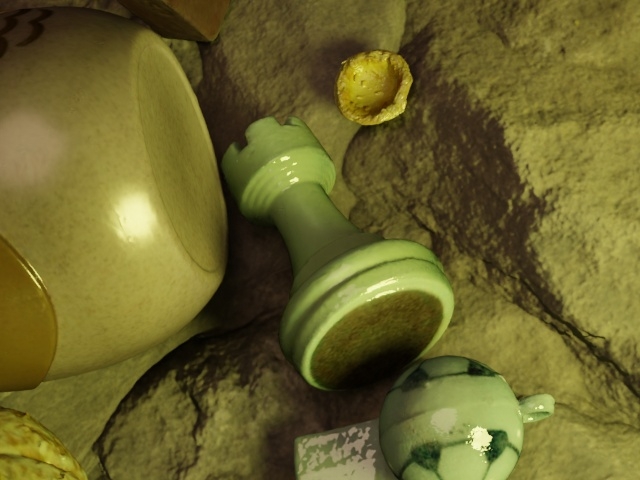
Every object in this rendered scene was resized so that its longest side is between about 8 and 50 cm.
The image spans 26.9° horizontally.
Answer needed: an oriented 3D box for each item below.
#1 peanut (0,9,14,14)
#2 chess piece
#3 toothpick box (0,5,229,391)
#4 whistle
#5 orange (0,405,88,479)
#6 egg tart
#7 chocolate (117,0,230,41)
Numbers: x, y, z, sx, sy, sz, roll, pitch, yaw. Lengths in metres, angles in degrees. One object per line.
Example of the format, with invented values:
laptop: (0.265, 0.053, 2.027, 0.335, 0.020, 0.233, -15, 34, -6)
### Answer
peanut: (-0.337, -0.227, 1.690, 0.253, 0.122, 0.137, 8, 62, 22)
chess piece: (0.000, 0.000, 1.483, 0.194, 0.194, 0.299, -32, 55, 1)
toothpick box: (-0.342, -0.032, 1.458, 0.425, 0.409, 0.409, -13, 66, 10)
whistle: (0.101, 0.204, 1.377, 0.289, 0.163, 0.163, -16, 65, 8)
orange: (-0.372, 0.290, 1.430, 0.368, 0.271, 0.210, 15, 30, 20)
egg tart: (0.064, -0.180, 1.605, 0.105, 0.039, 0.105, -5, 67, 13)
chocolate: (-0.212, -0.338, 1.603, 0.112, 0.321, 0.112, 5, 79, 24)
